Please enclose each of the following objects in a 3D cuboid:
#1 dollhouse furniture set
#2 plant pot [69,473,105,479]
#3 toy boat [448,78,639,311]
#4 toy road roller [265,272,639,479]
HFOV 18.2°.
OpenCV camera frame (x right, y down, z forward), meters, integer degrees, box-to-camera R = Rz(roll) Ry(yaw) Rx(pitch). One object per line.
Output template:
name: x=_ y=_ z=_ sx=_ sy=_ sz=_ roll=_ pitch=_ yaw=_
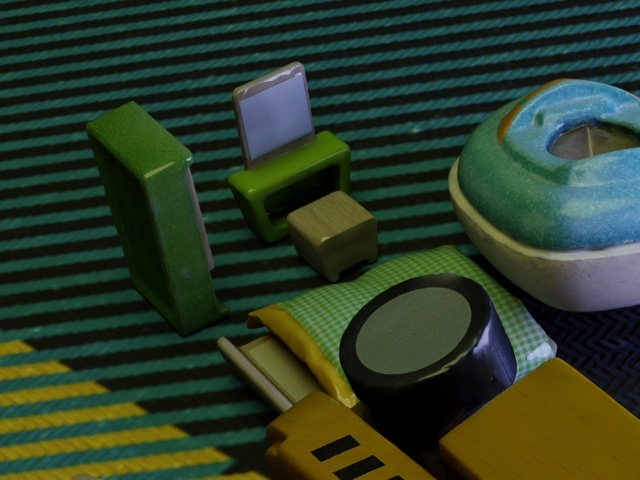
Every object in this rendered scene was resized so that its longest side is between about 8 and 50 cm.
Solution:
dollhouse furniture set: x=0.000 y=0.000 z=1.402 sx=0.197 sy=0.151 sz=0.301 roll=-26 pitch=39 yaw=-20
plant pot: x=-0.129 y=0.205 z=1.203 sx=0.109 sy=0.096 sz=0.109 roll=14 pitch=42 yaw=30
toy boat: x=0.248 y=-0.069 z=1.420 sx=0.318 sy=0.148 sz=0.267 roll=-13 pitch=24 yaw=-10
toy road roller: x=0.078 y=0.197 z=1.086 sx=0.240 sy=0.202 sz=0.329 roll=-37 pitch=37 yaw=-14
